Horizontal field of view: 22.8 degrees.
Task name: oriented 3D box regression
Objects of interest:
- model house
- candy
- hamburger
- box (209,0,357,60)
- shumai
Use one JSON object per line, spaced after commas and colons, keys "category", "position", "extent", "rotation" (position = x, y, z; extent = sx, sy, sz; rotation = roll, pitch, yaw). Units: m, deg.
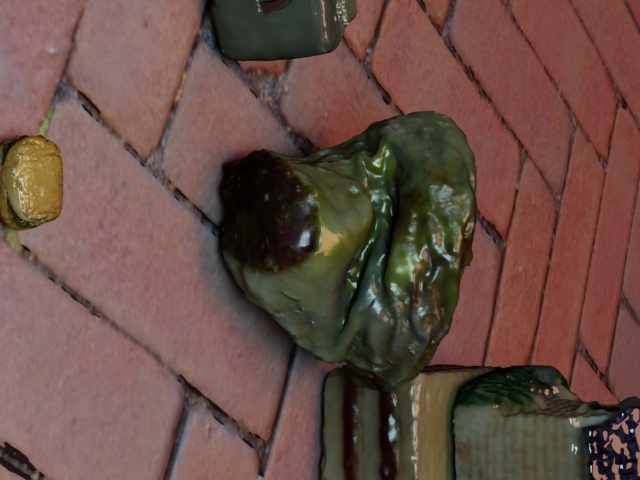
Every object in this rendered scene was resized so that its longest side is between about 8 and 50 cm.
{"category": "model house", "position": [0.339, 0.283, 1.932], "extent": [0.298, 0.284, 0.243], "rotation": [0, 93, -62]}
{"category": "candy", "position": [0.122, 0.243, 1.949], "extent": [0.321, 0.135, 0.179], "rotation": [5, 85, -63]}
{"category": "hamburger", "position": [-0.253, -0.051, 1.381], "extent": [0.076, 0.044, 0.083], "rotation": [-4, 91, -59]}
{"category": "box", "position": [-0.043, -0.298, 1.660], "extent": [0.129, 0.148, 0.210], "rotation": [-49, 133, -60]}
{"category": "shumai", "position": [0.000, 0.000, 1.734], "extent": [0.263, 0.304, 0.309], "rotation": [12, 67, -24]}
